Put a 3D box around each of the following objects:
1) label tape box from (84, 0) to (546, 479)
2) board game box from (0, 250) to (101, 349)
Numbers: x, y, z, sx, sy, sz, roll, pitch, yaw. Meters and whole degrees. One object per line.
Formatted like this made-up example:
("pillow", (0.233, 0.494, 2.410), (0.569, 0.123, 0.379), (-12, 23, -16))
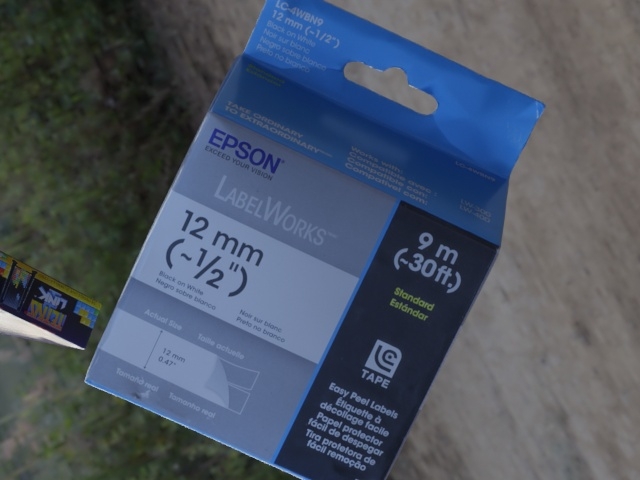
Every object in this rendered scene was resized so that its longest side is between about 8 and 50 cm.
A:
("label tape box", (0.000, 0.000, 1.101), (0.249, 0.347, 0.115), (25, -171, -3))
("board game box", (-0.305, 0.045, 1.241), (0.170, 0.048, 0.141), (5, 160, 39))
